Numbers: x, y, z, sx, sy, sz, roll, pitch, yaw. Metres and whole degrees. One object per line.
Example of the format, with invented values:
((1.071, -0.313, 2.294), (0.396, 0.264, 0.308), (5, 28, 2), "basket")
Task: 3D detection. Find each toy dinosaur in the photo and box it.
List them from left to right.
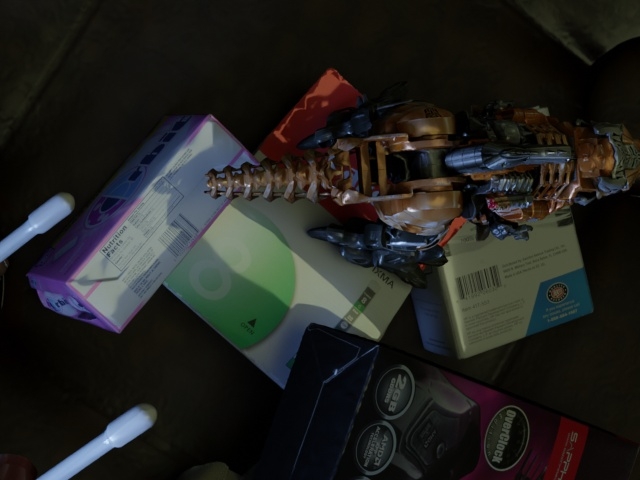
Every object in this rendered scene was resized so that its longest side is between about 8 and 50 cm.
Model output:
((0.078, -0.062, 1.496), (0.322, 0.218, 0.164), (18, 81, -15), "toy dinosaur")

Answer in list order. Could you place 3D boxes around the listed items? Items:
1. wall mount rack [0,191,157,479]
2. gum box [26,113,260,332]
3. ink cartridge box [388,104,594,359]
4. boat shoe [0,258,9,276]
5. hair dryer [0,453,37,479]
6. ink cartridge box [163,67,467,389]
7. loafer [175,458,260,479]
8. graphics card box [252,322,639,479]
((-0.292, 0.110, 1.356), (0.304, 0.350, 0.130), (-12, 142, -18), "wall mount rack")
((-0.145, -0.013, 1.544), (0.062, 0.107, 0.188), (45, 75, -20), "gum box")
((0.144, -0.010, 1.692), (0.139, 0.082, 0.191), (-18, 99, -21), "ink cartridge box")
((-0.288, -0.049, 1.498), (0.066, 0.066, 0.183), (-39, 108, -19), "boat shoe")
((-0.236, 0.303, 1.416), (0.080, 0.223, 0.294), (-2, 82, 10), "hair dryer")
((0.000, 0.000, 1.597), (0.181, 0.056, 0.225), (42, 95, -11), "ink cartridge box")
((-0.104, 0.236, 1.584), (0.268, 0.102, 0.092), (-16, 72, -40), "loafer")
((0.101, 0.228, 1.623), (0.371, 0.094, 0.233), (24, 85, -42), "graphics card box")
